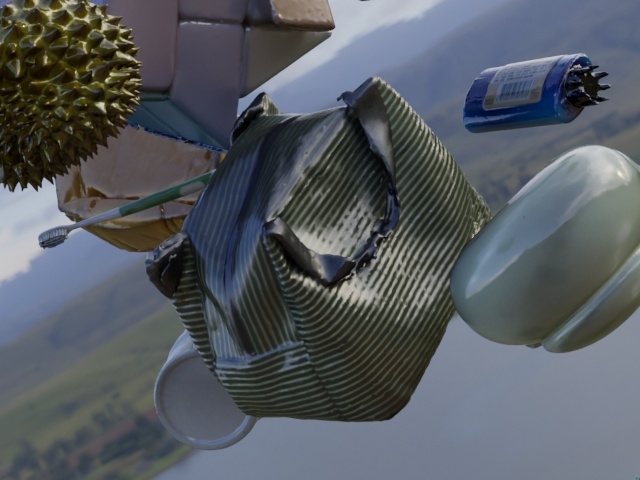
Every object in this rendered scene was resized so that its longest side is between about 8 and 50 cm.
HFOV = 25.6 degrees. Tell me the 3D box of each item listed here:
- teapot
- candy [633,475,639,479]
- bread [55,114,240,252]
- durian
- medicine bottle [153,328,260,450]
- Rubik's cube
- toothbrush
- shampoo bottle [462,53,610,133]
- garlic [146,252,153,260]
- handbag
[{"bbox_3d":[0.261,-0.021,1.270,0.318,0.149,0.220,-44,-3,7],"label":"teapot"},{"bbox_3d":[0.347,0.368,1.697,0.062,0.058,0.194,-14,41,59],"label":"candy"},{"bbox_3d":[-0.221,-0.091,1.975,0.288,0.204,0.156,-11,-15,25],"label":"bread"},{"bbox_3d":[-0.218,-0.097,1.010,0.208,0.102,0.146,-27,-40,-15],"label":"durian"},{"bbox_3d":[-0.110,0.153,1.706,0.144,0.144,0.252,-29,9,11],"label":"medicine bottle"},{"bbox_3d":[-0.201,-0.298,1.565,0.358,0.368,0.387,-3,13,-43],"label":"Rubik's cube"},{"bbox_3d":[-0.222,-0.041,1.695,0.257,0.018,0.024,-20,34,4],"label":"toothbrush"},{"bbox_3d":[0.241,-0.164,1.563,0.183,0.050,0.087,-2,55,52],"label":"shampoo bottle"},{"bbox_3d":[-0.197,0.018,2.287,0.159,0.102,0.147,-11,-39,-39],"label":"garlic"},{"bbox_3d":[0.000,0.000,1.434,0.247,0.240,0.341,-2,46,40],"label":"handbag"}]
